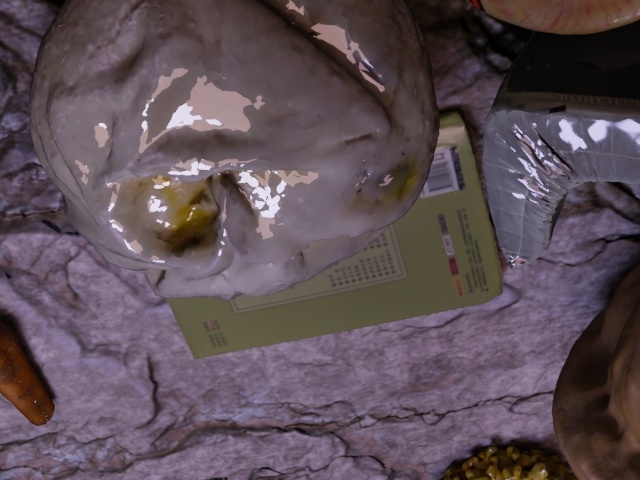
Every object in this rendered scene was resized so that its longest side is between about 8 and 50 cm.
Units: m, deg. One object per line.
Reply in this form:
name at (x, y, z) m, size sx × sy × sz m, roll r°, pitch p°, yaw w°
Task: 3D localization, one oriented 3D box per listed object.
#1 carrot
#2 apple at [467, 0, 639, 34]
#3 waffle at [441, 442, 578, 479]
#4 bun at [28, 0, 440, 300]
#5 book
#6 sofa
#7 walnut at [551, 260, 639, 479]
carrot at (-0.344, 0.149, 1.379) m, size 0.055 × 0.055 × 0.161 m, roll -12°, pitch 138°, yaw 7°
apple at (0.180, -0.284, 0.931) m, size 0.261 × 0.194 × 0.260 m, roll -2°, pitch 129°, yaw -2°
waffle at (0.233, 0.335, 1.565) m, size 0.197 × 0.070 × 0.193 m, roll -27°, pitch 128°, yaw 23°
bun at (-0.074, -0.096, 1.057) m, size 0.365 × 0.219 × 0.365 m, roll -1°, pitch 126°, yaw -2°
book at (0.000, 0.000, 1.276) m, size 0.352 × 0.035 × 0.239 m, roll -12°, pitch 129°, yaw 8°
sofa at (0.273, -0.090, 1.061) m, size 0.225 × 0.210 × 0.176 m, roll 5°, pitch 133°, yaw 26°
walnut at (0.417, 0.150, 1.211) m, size 0.384 × 0.383 × 0.383 m, roll -2°, pitch 131°, yaw -2°
